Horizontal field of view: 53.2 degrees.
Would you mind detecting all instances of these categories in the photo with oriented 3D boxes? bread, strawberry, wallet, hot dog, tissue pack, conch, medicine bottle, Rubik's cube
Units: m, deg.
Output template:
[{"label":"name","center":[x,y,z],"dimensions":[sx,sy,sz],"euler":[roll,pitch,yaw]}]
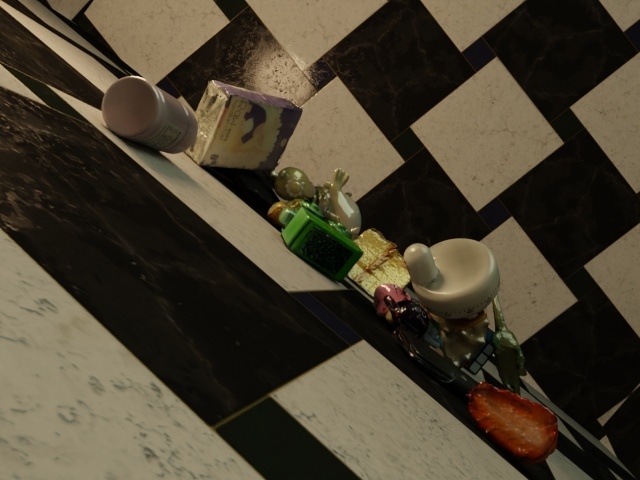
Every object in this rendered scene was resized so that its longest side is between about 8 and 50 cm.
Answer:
[{"label":"bread","center":[0.177,0.076,2.044],"dimensions":[0.240,0.178,0.135],"euler":[42,4,13]},{"label":"strawberry","center":[0.381,0.354,1.266],"dimensions":[0.188,0.121,0.082],"euler":[38,-2,27]},{"label":"wallet","center":[-0.223,-0.195,2.102],"dimensions":[0.197,0.051,0.378],"euler":[36,14,-38]},{"label":"hot dog","center":[-0.033,-0.010,1.899],"dimensions":[0.289,0.083,0.068],"euler":[37,24,-17]},{"label":"tissue pack","center":[-0.236,-0.341,1.960],"dimensions":[0.125,0.242,0.343],"euler":[42,25,27]},{"label":"conch","center":[0.411,0.256,1.904],"dimensions":[0.324,0.186,0.263],"euler":[40,45,-63]},{"label":"wallet","center":[0.316,0.323,1.532],"dimensions":[0.318,0.045,0.172],"euler":[36,4,-17]},{"label":"medicine bottle","center":[-0.374,-0.274,1.434],"dimensions":[0.133,0.133,0.249],"euler":[39,6,7]},{"label":"Rubik's cube","center":[0.485,0.326,2.140],"dimensions":[0.155,0.154,0.151],"euler":[38,4,-16]}]

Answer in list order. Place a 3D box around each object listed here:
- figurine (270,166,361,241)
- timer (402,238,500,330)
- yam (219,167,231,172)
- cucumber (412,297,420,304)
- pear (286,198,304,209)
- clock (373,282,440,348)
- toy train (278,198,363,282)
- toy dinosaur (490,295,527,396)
[{"label":"figurine","center":[-0.011,-0.145,2.159],"dimensions":[0.394,0.275,0.226],"euler":[35,-15,-38]},{"label":"timer","center":[0.349,0.085,1.689],"dimensions":[0.233,0.233,0.240],"euler":[44,-15,51]},{"label":"yam","center":[-0.333,-0.262,2.190],"dimensions":[0.046,0.046,0.264],"euler":[40,4,13]},{"label":"cucumber","center":[0.359,0.257,2.411],"dimensions":[0.293,0.068,0.067],"euler":[36,5,-21]},{"label":"pear","center":[-0.061,-0.066,1.967],"dimensions":[0.131,0.107,0.107],"euler":[58,-3,-21]},{"label":"clock","center":[0.242,0.211,1.717],"dimensions":[0.194,0.100,0.195],"euler":[39,5,-18]},{"label":"toy train","center":[0.000,0.000,1.735],"dimensions":[0.243,0.132,0.188],"euler":[34,11,-26]},{"label":"toy dinosaur","center":[0.552,0.311,1.932],"dimensions":[0.301,0.087,0.447],"euler":[-79,156,-69]}]
